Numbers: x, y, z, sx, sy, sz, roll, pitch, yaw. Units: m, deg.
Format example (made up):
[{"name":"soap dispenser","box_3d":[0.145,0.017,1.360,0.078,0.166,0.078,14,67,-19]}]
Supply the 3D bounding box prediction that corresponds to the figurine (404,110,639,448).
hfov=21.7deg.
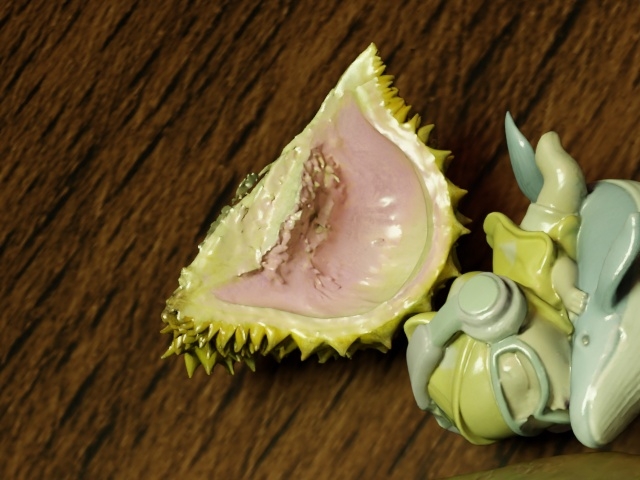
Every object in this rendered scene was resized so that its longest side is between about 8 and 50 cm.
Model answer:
[{"name":"figurine","box_3d":[0.131,0.029,0.913,0.184,0.128,0.208,-26,39,14]}]

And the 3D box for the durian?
[{"name":"durian","box_3d":[0.000,-0.002,0.990,0.165,0.132,0.182,-24,38,46]}]

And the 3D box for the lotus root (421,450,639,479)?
[{"name":"lotus root","box_3d":[0.037,0.223,0.752,0.375,0.111,0.390,-31,22,-31]}]
